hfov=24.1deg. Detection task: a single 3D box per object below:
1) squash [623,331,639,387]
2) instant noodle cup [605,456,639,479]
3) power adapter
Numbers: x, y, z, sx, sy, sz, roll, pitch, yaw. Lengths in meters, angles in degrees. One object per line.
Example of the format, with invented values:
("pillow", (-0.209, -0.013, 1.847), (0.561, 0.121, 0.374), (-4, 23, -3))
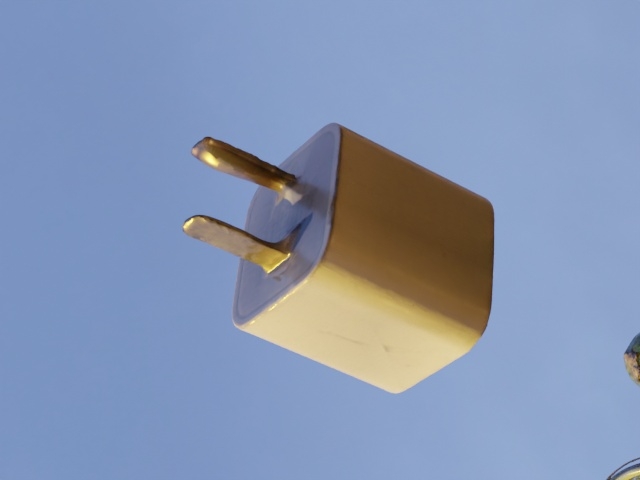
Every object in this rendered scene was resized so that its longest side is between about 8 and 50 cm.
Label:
("squash", (0.363, 0.111, 1.322), (0.219, 0.068, 0.077), (12, -105, -23))
("instant noodle cup", (0.342, 0.277, 1.323), (0.172, 0.216, 0.215), (8, -108, -45))
("power adapter", (0.000, 0.000, 1.012), (0.205, 0.125, 0.130), (26, -129, -23))
